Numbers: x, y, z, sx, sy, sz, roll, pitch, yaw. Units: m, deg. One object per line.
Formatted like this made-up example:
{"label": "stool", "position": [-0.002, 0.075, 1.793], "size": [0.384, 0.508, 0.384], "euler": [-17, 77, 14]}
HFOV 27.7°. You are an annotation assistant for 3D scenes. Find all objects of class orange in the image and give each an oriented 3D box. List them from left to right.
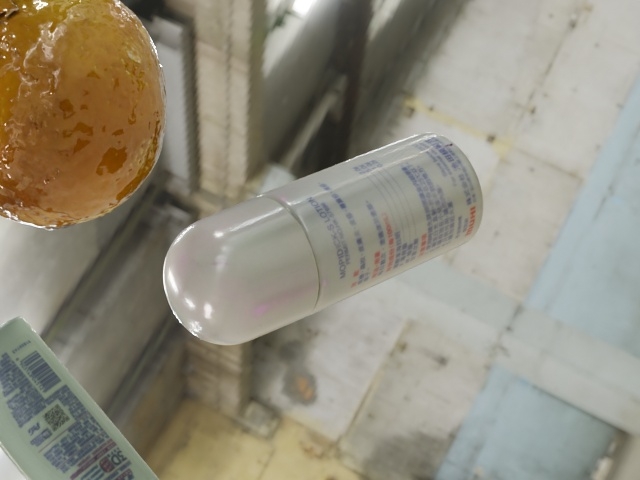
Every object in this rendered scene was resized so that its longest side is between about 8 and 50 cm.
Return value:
{"label": "orange", "position": [-0.232, -0.118, 1.100], "size": [0.193, 0.219, 0.219], "euler": [-37, -24, -32]}

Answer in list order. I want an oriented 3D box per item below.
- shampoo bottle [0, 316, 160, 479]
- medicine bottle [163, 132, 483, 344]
{"label": "shampoo bottle", "position": [-0.343, 0.276, 1.742], "size": [0.134, 0.359, 0.078], "euler": [-37, -8, -29]}
{"label": "medicine bottle", "position": [0.000, 0.000, 1.290], "size": [0.341, 0.130, 0.130], "euler": [-24, -34, -34]}
